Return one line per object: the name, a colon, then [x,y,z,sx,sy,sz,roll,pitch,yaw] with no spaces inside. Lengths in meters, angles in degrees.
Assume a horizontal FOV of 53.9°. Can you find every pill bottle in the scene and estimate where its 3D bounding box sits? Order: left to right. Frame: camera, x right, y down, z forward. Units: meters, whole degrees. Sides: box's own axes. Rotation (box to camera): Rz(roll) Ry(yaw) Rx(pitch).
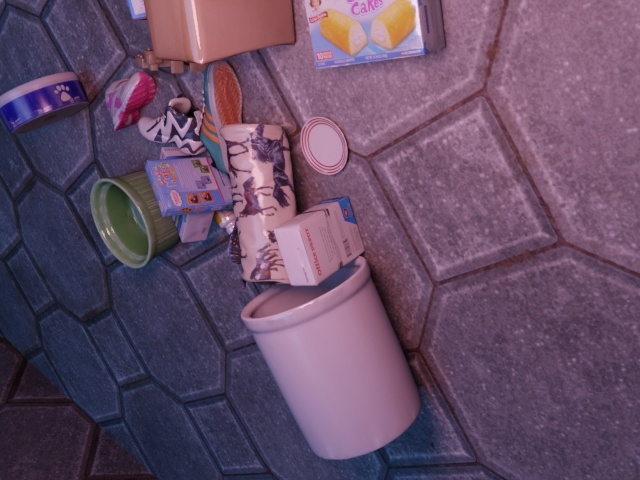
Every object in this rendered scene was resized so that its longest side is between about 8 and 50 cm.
pill bottle: [-0.273,-0.075,1.792,0.116,0.065,0.065,55,137,6]

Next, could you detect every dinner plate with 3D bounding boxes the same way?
dinner plate: [0.011,-0.224,1.486,0.141,0.017,0.141,21,125,34]

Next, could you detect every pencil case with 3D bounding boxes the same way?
pencil case: [-0.143,-0.093,1.534,0.184,0.160,0.410,-4,95,56]

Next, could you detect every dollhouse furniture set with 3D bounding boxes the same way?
dollhouse furniture set: [-0.384,-0.506,1.620,0.151,0.144,0.123,30,127,46]

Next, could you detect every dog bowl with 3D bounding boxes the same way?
dog bowl: [-0.882,-0.437,2.005,0.265,0.265,0.104,-12,105,45]

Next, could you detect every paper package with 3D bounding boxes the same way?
paper package: [-0.213,-0.549,1.297,0.168,0.309,0.324,15,121,33]

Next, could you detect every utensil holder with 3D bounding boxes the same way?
utensil holder: [0.032,0.278,1.524,0.328,0.328,0.385,-12,105,45]

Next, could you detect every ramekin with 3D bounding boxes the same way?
ramekin: [-0.582,-0.077,2.014,0.303,0.148,0.303,22,126,33]

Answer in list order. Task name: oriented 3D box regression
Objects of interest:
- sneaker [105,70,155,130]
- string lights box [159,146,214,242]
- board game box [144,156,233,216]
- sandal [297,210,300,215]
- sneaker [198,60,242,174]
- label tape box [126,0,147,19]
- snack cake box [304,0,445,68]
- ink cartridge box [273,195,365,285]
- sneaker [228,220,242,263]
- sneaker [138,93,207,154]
sneaker: [-0.574,-0.427,1.847,0.252,0.103,0.111,-34,89,46]
string lights box: [-0.389,-0.134,1.797,0.259,0.077,0.133,59,142,32]
board game box: [-0.341,-0.148,1.679,0.039,0.212,0.160,-48,59,46]
sandal: [-0.115,0.015,1.683,0.079,0.088,0.240,54,131,8]
sneaker: [-0.269,-0.311,1.627,0.121,0.108,0.302,12,122,33]
label tape box: [-0.367,-0.642,1.456,0.106,0.333,0.240,-10,108,8]
snack cake box: [0.102,-0.432,1.235,0.264,0.089,0.152,5,116,40]
ink cartridge box: [0.000,0.000,1.481,0.086,0.203,0.148,-4,109,41]
sneaker: [-0.193,-0.035,1.675,0.083,0.221,0.087,20,155,-11]
sneaker: [-0.414,-0.345,1.753,0.235,0.094,0.153,28,127,29]
